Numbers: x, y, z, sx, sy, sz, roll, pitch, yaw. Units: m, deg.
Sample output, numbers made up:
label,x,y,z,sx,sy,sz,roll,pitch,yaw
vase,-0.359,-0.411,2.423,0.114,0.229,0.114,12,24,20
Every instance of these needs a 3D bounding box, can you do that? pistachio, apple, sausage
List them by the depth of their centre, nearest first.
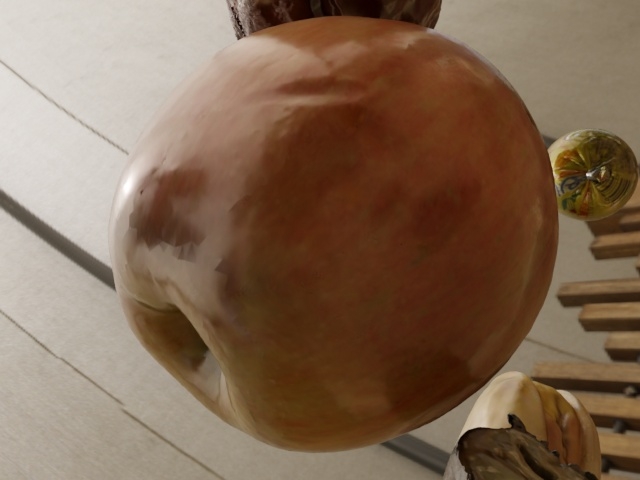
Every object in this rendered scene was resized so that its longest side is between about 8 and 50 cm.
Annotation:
label,x,y,z,sx,sy,sz,roll,pitch,yaw
apple,0.000,0.000,0.633,0.346,0.391,0.391,-48,-67,-26
sausage,0.375,-0.093,0.970,0.347,0.123,0.123,-14,-87,-70
pistachio,0.287,0.356,1.023,0.230,0.230,0.308,27,-104,-33

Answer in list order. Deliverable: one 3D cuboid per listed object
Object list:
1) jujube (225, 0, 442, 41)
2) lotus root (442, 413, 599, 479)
label,x,y,z,sx,sy,sz,roll,pitch,yaw
jujube,0.008,-0.333,0.772,0.276,0.276,0.377,-60,-30,-27
lotus root,0.190,0.239,0.488,0.170,0.261,0.074,0,-62,-44
